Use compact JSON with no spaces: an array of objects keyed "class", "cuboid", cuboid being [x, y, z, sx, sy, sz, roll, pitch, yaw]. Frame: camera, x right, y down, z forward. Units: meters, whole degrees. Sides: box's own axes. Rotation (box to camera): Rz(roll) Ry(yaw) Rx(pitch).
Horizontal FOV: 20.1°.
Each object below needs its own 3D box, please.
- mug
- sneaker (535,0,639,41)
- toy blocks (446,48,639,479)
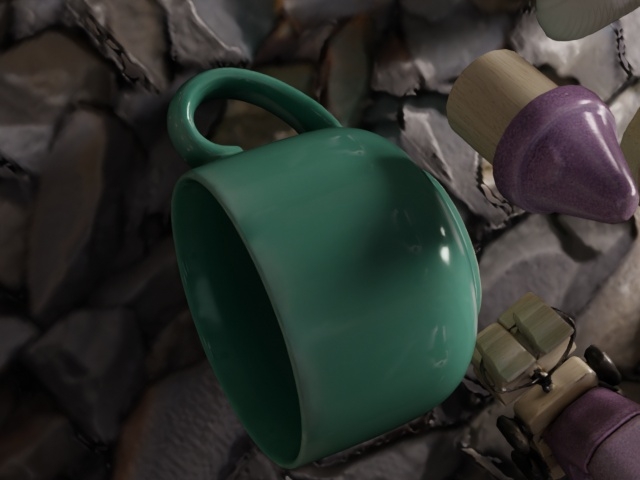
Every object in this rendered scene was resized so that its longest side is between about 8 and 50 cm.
[{"class":"mug","cuboid":[0.004,0.006,0.752,0.097,0.129,0.157,-20,111,-19]},{"class":"sneaker","cuboid":[0.154,-0.182,0.797,0.094,0.080,0.212,45,81,-12]},{"class":"toy blocks","cuboid":[0.241,0.013,0.734,0.309,0.260,0.288,-38,138,-7]}]
